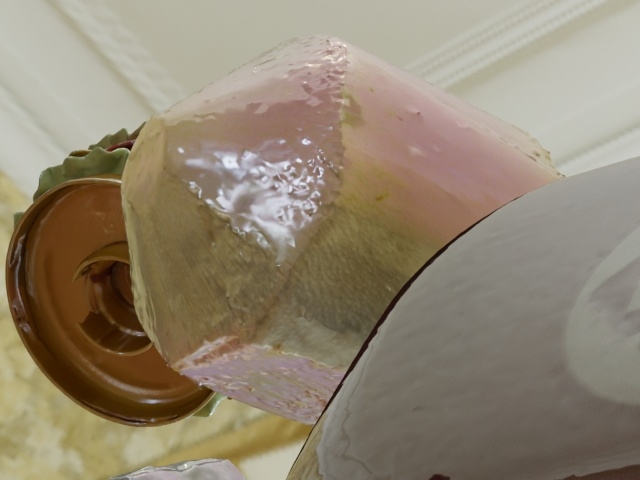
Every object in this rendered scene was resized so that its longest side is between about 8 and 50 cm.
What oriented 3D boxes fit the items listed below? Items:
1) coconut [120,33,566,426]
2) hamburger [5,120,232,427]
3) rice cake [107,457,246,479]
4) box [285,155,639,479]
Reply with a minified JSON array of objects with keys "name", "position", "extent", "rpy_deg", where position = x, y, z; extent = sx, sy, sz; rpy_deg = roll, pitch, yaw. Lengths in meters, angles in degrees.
[{"name":"coconut","position":[0.000,0.000,1.033],"extent":[0.245,0.233,0.233],"rpy_deg":[23,-44,-18]},{"name":"hamburger","position":[-0.145,0.022,1.660],"extent":[0.274,0.212,0.274],"rpy_deg":[8,-68,19]},{"name":"rice cake","position":[-0.020,0.252,1.139],"extent":[0.298,0.106,0.050],"rpy_deg":[44,-62,30]},{"name":"box","position":[0.166,0.046,0.578],"extent":[0.404,0.263,0.108],"rpy_deg":[-16,-63,38]}]
